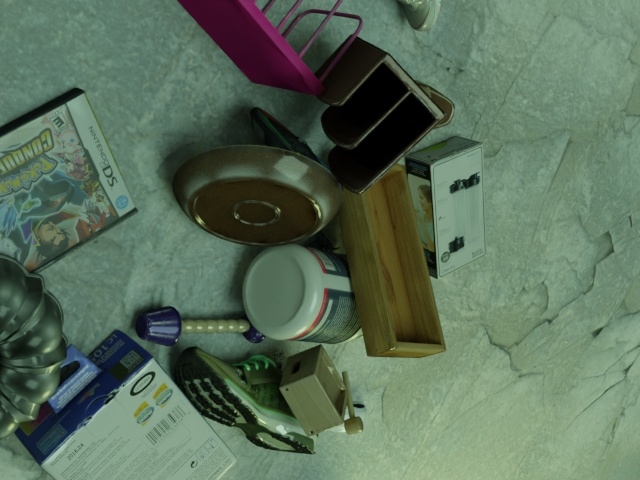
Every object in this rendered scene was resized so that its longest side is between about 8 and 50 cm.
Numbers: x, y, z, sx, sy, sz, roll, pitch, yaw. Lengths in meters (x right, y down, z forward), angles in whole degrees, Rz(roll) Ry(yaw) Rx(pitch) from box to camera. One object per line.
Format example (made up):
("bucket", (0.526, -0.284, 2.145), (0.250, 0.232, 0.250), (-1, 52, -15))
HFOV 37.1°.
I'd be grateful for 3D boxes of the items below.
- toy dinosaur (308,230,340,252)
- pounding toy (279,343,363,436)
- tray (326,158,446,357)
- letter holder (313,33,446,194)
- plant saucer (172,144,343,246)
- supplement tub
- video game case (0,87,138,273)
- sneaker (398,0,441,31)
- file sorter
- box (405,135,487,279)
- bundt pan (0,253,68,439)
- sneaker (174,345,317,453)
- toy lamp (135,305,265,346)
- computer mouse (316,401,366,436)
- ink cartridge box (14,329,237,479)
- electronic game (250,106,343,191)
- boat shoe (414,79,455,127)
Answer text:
("toy dinosaur", (0.000, 0.000, 2.025), (0.090, 0.047, 0.082), (-50, 131, -59))
("pounding toy", (0.005, 0.328, 1.976), (0.094, 0.181, 0.206), (-23, 108, 15))
("tray", (0.133, 0.031, 1.937), (0.203, 0.076, 0.410), (11, 64, -53))
("letter holder", (0.061, -0.228, 1.712), (0.214, 0.302, 0.152), (-45, 110, 6))
("plant saucer", (-0.116, -0.066, 1.727), (0.310, 0.311, 0.050), (35, 49, -42))
("supplement tub", (-0.007, 0.112, 1.930), (0.272, 0.191, 0.191), (14, 98, -52))
("video game case", (-0.467, -0.084, 1.593), (0.275, 0.035, 0.248), (-35, 126, -25))
("sneaker", (0.156, -0.527, 1.901), (0.111, 0.103, 0.252), (-34, 119, -20))
("file sorter", (-0.094, -0.423, 1.660), (0.182, 0.202, 0.291), (-56, 132, -12))
("box", (0.292, -0.077, 2.188), (0.169, 0.087, 0.290), (-25, 122, -30))
("bundt pan", (-0.559, 0.187, 1.517), (0.331, 0.124, 0.330), (-7, 108, -24))
("sneaker", (-0.143, 0.296, 1.973), (0.410, 0.158, 0.182), (45, 48, -41))
("toy lamp", (-0.232, 0.168, 1.861), (0.275, 0.080, 0.080), (6, 103, -43))
("computer mouse", (0.045, 0.411, 2.207), (0.193, 0.042, 0.106), (4, 103, -40))
("ink cartridge box", (-0.369, 0.361, 1.771), (0.270, 0.151, 0.395), (-44, 130, -17))
("electronic game", (-0.044, -0.167, 1.785), (0.048, 0.229, 0.229), (-47, 133, 9))
("boat shoe", (0.172, -0.279, 1.989), (0.324, 0.116, 0.123), (2, 106, -40))
